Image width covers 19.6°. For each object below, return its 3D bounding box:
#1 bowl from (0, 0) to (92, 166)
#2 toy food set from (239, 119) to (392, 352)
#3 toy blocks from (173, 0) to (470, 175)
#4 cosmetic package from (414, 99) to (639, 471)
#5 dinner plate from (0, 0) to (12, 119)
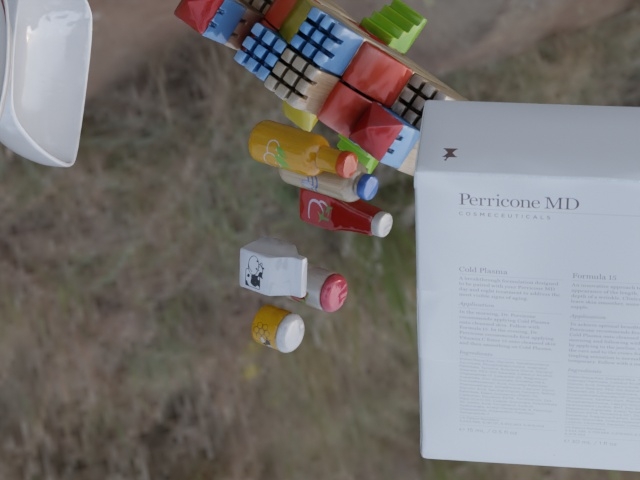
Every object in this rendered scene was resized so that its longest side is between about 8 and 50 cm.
[{"bbox_3d":[-0.215,-0.131,1.337,0.053,0.142,0.142,1,164,12],"label":"bowl"},{"bbox_3d":[0.000,0.000,1.738,0.111,0.104,0.232,-26,126,-48],"label":"toy food set"},{"bbox_3d":[0.014,-0.192,2.047,0.191,0.381,0.261,-56,154,10],"label":"toy blocks"},{"bbox_3d":[0.260,0.042,1.355,0.377,0.097,0.284,3,132,7],"label":"cosmetic package"},{"bbox_3d":[-0.200,-0.098,1.052,0.017,0.141,0.141,3,144,-32],"label":"dinner plate"}]
